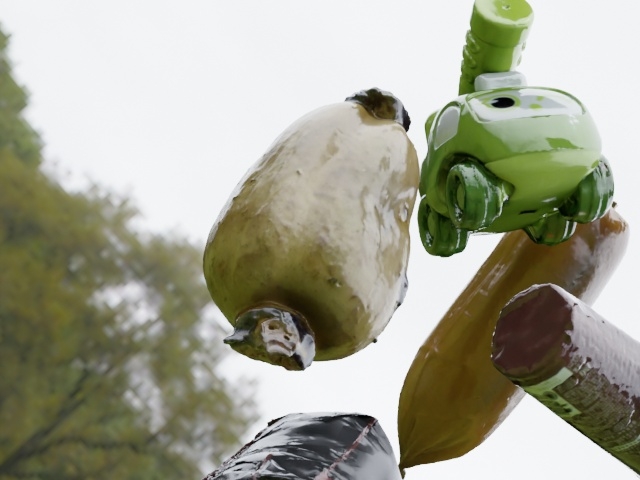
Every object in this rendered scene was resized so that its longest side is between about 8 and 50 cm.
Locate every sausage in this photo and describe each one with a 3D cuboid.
[{"bbox_3d":[0.167,0.088,1.619,0.112,0.328,0.112,36,-3,2],"label":"sausage"}]

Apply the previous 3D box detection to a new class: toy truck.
[{"bbox_3d":[0.154,-0.085,1.506,0.187,0.148,0.210,109,-29,-58],"label":"toy truck"}]

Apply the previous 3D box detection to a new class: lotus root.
[{"bbox_3d":[0.000,0.000,1.324,0.154,0.256,0.140,30,-28,-4],"label":"lotus root"}]

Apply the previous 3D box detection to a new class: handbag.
[{"bbox_3d":[-0.011,0.242,1.232,0.169,0.155,0.215,-28,111,-74],"label":"handbag"}]

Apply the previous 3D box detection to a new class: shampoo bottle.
[{"bbox_3d":[0.198,0.106,1.053,0.236,0.067,0.068,36,-13,-36],"label":"shampoo bottle"}]
